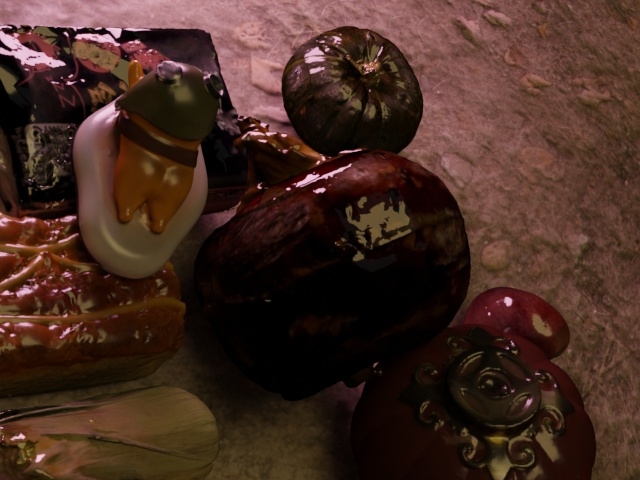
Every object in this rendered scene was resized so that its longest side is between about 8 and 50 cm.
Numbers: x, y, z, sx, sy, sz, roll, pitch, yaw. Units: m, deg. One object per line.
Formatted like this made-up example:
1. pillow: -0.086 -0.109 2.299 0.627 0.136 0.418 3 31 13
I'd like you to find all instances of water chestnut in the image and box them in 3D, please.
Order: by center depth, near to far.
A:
1. water chestnut: 0.000 0.000 1.202 0.335 0.335 0.347 -15 76 -45

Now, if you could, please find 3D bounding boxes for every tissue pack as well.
1. tissue pack: -0.255 -0.137 1.229 0.332 0.123 0.245 -9 76 -40

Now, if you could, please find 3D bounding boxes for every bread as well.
1. bread: -0.285 0.063 1.081 0.274 0.114 0.185 0 65 -43

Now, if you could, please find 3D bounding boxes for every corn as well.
1. corn: -0.216 0.210 0.996 0.305 0.122 0.123 3 67 -63

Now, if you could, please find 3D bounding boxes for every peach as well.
1. peach: 0.279 0.138 1.502 0.152 0.152 0.152 21 52 -30

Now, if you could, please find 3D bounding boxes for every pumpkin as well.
1. pumpkin: 0.051 -0.217 1.508 0.223 0.157 0.224 12 60 -22

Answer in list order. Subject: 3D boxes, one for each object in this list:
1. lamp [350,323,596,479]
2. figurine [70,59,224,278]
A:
1. lamp: 0.188 0.248 1.254 0.303 0.257 0.303 4 48 -5
2. figurine: -0.167 -0.093 1.095 0.166 0.141 0.250 18 57 -32
